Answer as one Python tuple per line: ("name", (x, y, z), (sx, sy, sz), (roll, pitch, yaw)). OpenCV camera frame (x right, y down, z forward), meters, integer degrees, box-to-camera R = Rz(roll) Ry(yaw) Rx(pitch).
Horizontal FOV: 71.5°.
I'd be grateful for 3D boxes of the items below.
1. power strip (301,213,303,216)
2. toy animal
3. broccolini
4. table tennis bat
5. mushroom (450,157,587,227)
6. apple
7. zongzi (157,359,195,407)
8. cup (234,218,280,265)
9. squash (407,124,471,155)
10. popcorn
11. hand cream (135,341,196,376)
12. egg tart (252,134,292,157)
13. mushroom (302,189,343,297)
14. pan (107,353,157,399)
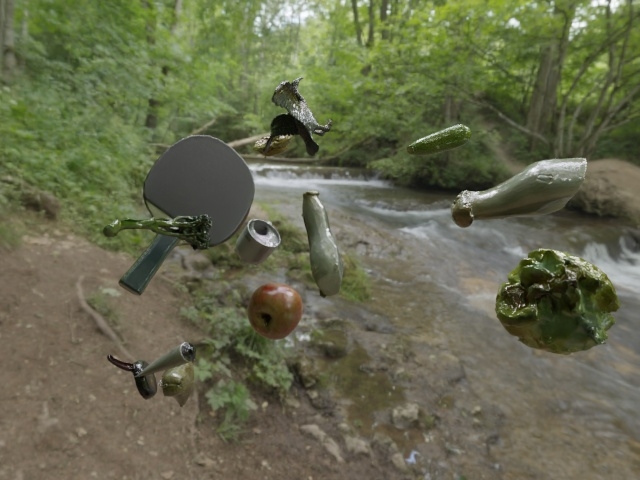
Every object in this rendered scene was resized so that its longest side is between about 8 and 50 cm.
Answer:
("power strip", (-0.034, -0.073, 1.644), (0.090, 0.016, 0.040), (47, 24, 26))
("toy animal", (-0.052, -0.315, 1.128), (0.160, 0.197, 0.272), (31, -25, -13))
("broccolini", (-0.202, -0.012, 0.551), (0.052, 0.054, 0.194), (15, 7, 20))
("table tennis bat", (-0.213, -0.044, 0.713), (0.173, 0.301, 0.022), (39, -31, -20))
("mushroom", (0.339, -0.082, 0.773), (0.225, 0.093, 0.116), (-11, 1, 21))
("apple", (-0.161, 0.250, 1.587), (0.210, 0.209, 0.164), (6, 19, 26))
("zongzi", (-0.499, 0.527, 1.557), (0.099, 0.197, 0.194), (3, 5, -3))
("cup", (-0.242, 0.003, 1.628), (0.134, 0.142, 0.173), (16, 39, -34))
("squash", (0.352, -0.292, 1.311), (0.201, 0.066, 0.066), (-17, 13, -8))
("popcorn", (0.396, 0.110, 0.771), (0.213, 0.197, 0.198), (11, 3, -35))
("hand cream", (-0.410, 0.325, 1.202), (0.186, 0.054, 0.087), (-27, -1, 22))
("egg tart", (-0.137, -0.280, 1.297), (0.131, 0.052, 0.130), (-17, 26, 8))
("mushroom", (0.000, 0.000, 1.378), (0.098, 0.351, 0.109), (-16, -23, 3))
("pan", (-0.517, 0.365, 1.244), (0.040, 0.212, 0.114), (-27, 46, -4))
